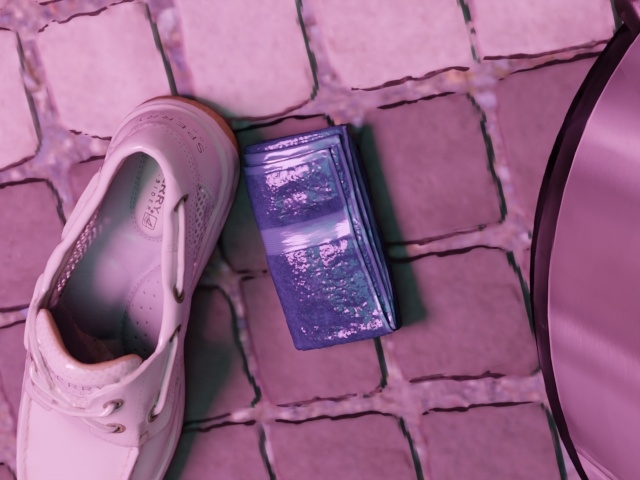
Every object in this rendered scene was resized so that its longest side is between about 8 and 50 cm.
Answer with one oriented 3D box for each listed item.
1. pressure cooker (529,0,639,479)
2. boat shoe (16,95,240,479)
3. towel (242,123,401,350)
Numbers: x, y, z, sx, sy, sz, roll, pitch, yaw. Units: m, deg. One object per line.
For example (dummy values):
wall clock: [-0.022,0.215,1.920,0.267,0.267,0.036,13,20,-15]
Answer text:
pressure cooker: [0.280,0.022,0.791,0.375,0.420,0.370,31,91,-15]
boat shoe: [-0.123,0.057,1.078,0.098,0.096,0.277,19,110,11]
towel: [0.000,0.000,1.061,0.067,0.029,0.119,-12,101,20]
